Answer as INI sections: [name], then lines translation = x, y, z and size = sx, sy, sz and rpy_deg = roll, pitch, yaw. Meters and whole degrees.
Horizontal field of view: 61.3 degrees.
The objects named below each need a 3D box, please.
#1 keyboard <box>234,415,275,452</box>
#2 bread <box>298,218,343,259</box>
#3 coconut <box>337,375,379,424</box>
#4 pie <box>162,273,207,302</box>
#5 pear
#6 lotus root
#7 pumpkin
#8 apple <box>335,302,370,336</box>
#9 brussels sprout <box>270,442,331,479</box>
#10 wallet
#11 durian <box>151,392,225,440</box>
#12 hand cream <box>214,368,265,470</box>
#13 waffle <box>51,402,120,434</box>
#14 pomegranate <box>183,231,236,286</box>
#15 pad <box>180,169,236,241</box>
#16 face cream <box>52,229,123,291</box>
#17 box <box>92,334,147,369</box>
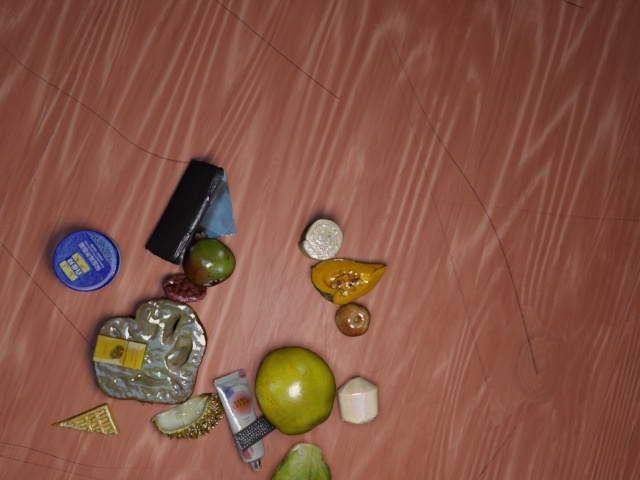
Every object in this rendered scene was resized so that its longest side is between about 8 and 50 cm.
[keyboard]
translation = -0.203, 0.642, 1.854
size = 0.202, 0.011, 0.067
rpy_deg = -25, 86, -38
[bread]
translation = 0.000, 0.000, 1.921
size = 0.134, 0.141, 0.148
rpy_deg = 38, 83, -7
[coconut]
translation = 0.131, 0.554, 1.892
size = 0.147, 0.147, 0.152
rpy_deg = -4, 84, -8
[pie]
translation = -0.464, 0.167, 1.851
size = 0.154, 0.153, 0.038
rpy_deg = 20, 116, -6
[pear]
translation = -0.085, 0.493, 1.807
size = 0.294, 0.294, 0.294
rpy_deg = 1, 85, -8
[lotus root]
translation = -0.561, 0.388, 1.829
size = 0.390, 0.111, 0.375
rpy_deg = -37, 94, -9
[pumpkin]
translation = 0.083, 0.135, 1.953
size = 0.279, 0.111, 0.163
rpy_deg = -25, 48, -28
[apple]
translation = 0.115, 0.285, 1.931
size = 0.126, 0.102, 0.126
rpy_deg = 1, 85, -7
[brussels sprout]
translation = -0.065, 0.827, 1.817
size = 0.220, 0.210, 0.271
rpy_deg = 13, 68, -12
[wallet]
translation = -0.463, -0.107, 1.857
size = 0.051, 0.197, 0.377
rpy_deg = 33, 79, -49
[durian]
translation = -0.442, 0.603, 1.830
size = 0.252, 0.144, 0.139
rpy_deg = -29, 68, -4
[hand cream]
translation = -0.263, 0.624, 1.859
size = 0.124, 0.078, 0.340
rpy_deg = -15, 87, -37
[waffle]
translation = -0.788, 0.636, 1.814
size = 0.191, 0.032, 0.125
rpy_deg = -23, 91, -7
[pomegranate]
translation = -0.389, 0.056, 1.856
size = 0.180, 0.180, 0.209
rpy_deg = -17, 61, -9
[pad]
translation = -0.401, -0.127, 1.943
size = 0.164, 0.004, 0.242
rpy_deg = -10, 86, -9
[face cream]
translation = -0.778, 0.069, 1.819
size = 0.206, 0.111, 0.205
rpy_deg = 1, 86, -7
[box]
translation = -0.652, 0.363, 1.756
size = 0.155, 0.023, 0.086
rpy_deg = 13, 91, -6
